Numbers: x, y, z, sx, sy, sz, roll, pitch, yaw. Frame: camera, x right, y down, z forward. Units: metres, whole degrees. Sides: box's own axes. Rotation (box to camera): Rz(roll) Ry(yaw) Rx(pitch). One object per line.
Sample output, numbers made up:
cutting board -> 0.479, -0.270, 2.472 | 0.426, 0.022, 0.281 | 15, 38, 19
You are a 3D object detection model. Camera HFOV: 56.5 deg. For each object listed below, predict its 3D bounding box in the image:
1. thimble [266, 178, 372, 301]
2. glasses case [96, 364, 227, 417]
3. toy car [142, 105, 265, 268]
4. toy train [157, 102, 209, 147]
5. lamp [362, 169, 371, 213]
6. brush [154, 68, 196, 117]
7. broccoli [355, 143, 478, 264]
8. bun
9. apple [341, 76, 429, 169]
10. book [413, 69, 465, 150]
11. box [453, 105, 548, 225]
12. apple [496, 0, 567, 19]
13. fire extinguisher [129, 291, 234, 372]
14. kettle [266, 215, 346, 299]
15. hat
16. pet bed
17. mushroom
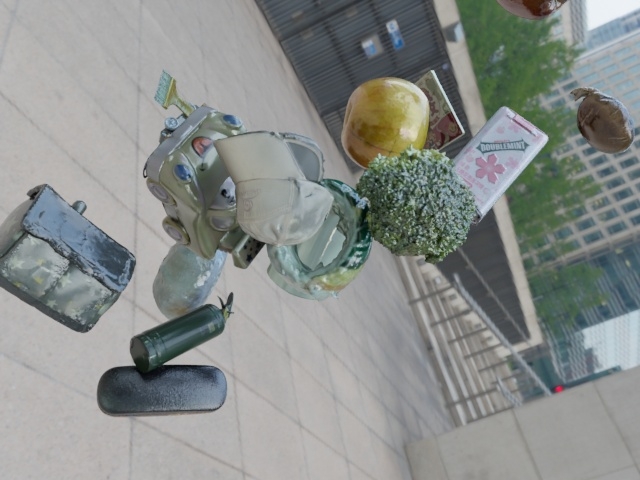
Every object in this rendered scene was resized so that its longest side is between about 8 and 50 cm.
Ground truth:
thimble -> 0.000, 0.000, 1.450 | 0.167, 0.254, 0.288 | 59, 37, -76
glasses case -> -0.398, 0.380, 1.512 | 0.082, 0.320, 0.122 | 130, -41, -57
toy car -> -0.241, -0.112, 1.408 | 0.242, 0.226, 0.336 | -54, 161, -30
toy train -> -0.378, -0.310, 1.718 | 0.127, 0.089, 0.219 | 39, 56, -2
lamp -> 0.180, -0.181, 2.162 | 0.090, 0.326, 0.089 | 18, 9, -19
brush -> -0.356, -0.347, 1.502 | 0.218, 0.010, 0.083 | 42, 61, -73
broccoli -> 0.223, -0.087, 1.347 | 0.288, 0.235, 0.260 | 60, 24, -25
bun -> -0.488, 0.126, 2.202 | 0.211, 0.362, 0.362 | 25, 21, -8
apple -> 0.184, -0.329, 1.714 | 0.286, 0.233, 0.286 | -169, -90, -88
book -> 0.362, -0.413, 1.948 | 0.022, 0.162, 0.232 | -22, 84, -40
box -> 0.526, -0.233, 1.870 | 0.190, 0.370, 0.112 | 41, -14, 15
apple -> 0.587, -0.734, 1.644 | 0.234, 0.234, 0.234 | -23, 90, -79
fire extinguisher -> -0.343, 0.230, 1.555 | 0.311, 0.095, 0.115 | -21, 111, -46
kettle -> -0.029, -0.012, 1.887 | 0.205, 0.318, 0.265 | 10, 27, -36
hat -> -0.103, -0.102, 1.175 | 0.275, 0.231, 0.161 | 58, 40, -35
pet bed -> -0.424, 0.021, 1.002 | 0.211, 0.159, 0.183 | 43, 0, -29
mushroom -> 0.576, -0.253, 1.236 | 0.135, 0.080, 0.171 | 71, -5, -60
